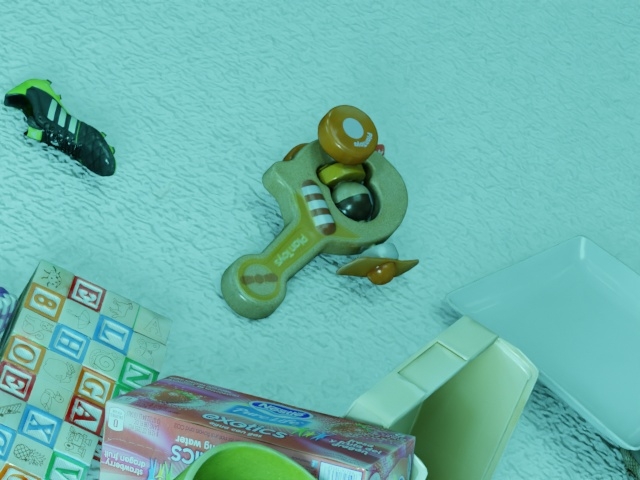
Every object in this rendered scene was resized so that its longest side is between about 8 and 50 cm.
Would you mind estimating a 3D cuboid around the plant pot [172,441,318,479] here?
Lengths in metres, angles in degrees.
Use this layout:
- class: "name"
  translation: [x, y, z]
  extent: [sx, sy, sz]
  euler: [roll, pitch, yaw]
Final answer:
- class: "plant pot"
  translation: [-0.133, 0.375, 1.674]
  extent: [0.275, 0.293, 0.275]
  euler: [37, 33, -30]

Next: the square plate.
- class: "square plate"
  translation: [0.391, 0.143, 2.478]
  extent: [0.344, 0.049, 0.347]
  euler: [40, 38, 26]

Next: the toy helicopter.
- class: "toy helicopter"
  translation: [0.000, 0.000, 2.352]
  extent: [0.235, 0.140, 0.355]
  euler: [46, 49, -1]

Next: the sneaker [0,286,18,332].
- class: "sneaker"
  translation: [-0.433, 0.092, 1.932]
  extent: [0.104, 0.095, 0.236]
  euler: [41, 39, 19]

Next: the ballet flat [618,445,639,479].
- class: "ballet flat"
  translation: [0.428, 0.241, 2.461]
  extent: [0.084, 0.058, 0.250]
  euler: [9, 39, -13]

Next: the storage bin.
- class: "storage bin"
  translation: [0.107, 0.251, 2.026]
  extent: [0.123, 0.260, 0.262]
  euler: [33, 36, 20]

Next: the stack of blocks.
- class: "stack of blocks"
  translation: [-0.282, 0.176, 1.955]
  extent: [0.171, 0.087, 0.297]
  euler: [27, 39, -12]

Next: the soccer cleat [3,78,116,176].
- class: "soccer cleat"
  translation: [-0.332, -0.137, 2.273]
  extent: [0.179, 0.060, 0.072]
  euler: [43, 48, 19]

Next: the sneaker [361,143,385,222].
- class: "sneaker"
  translation: [0.068, -0.094, 2.509]
  extent: [0.057, 0.075, 0.161]
  euler: [-1, 51, -38]

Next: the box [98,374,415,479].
- class: "box"
  translation: [-0.069, 0.255, 1.852]
  extent: [0.300, 0.154, 0.142]
  euler: [11, 12, 23]
